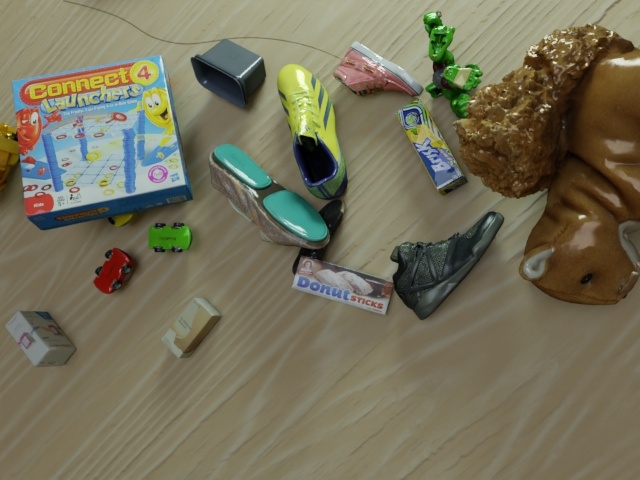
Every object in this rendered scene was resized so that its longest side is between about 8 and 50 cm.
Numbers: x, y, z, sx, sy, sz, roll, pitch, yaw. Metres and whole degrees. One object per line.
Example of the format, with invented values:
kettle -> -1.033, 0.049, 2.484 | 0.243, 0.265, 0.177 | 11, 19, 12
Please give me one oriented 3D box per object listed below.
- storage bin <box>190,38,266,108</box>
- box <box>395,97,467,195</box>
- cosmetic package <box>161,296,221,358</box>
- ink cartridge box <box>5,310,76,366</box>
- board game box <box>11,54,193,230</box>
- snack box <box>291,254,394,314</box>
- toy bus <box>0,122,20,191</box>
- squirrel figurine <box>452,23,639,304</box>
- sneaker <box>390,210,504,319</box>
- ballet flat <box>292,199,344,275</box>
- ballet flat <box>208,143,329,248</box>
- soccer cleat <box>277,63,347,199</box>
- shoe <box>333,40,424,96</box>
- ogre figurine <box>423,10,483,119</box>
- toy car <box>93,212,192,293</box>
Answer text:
storage bin -> -0.178, -0.343, 1.216 | 0.135, 0.098, 0.091 | 33, 67, 20
box -> 0.201, -0.168, 1.077 | 0.054, 0.059, 0.168 | -30, 75, 16
cosmetic package -> -0.260, 0.176, 1.203 | 0.060, 0.041, 0.115 | 40, 97, 19
ink cartridge box -> -0.604, 0.212, 1.289 | 0.052, 0.088, 0.122 | -47, 73, 6
board game box -> -0.442, -0.201, 1.212 | 0.309, 0.086, 0.301 | -13, 74, -7
snack box -> 0.041, 0.082, 1.097 | 0.178, 0.022, 0.064 | 16, 90, 2
toy bus -> -0.747, -0.167, 1.315 | 0.220, 0.150, 0.211 | 30, 100, 58
squirrel figurine -> 0.399, -0.107, 0.912 | 0.397, 0.281, 0.370 | 35, 109, 12
sneaker -> 0.209, 0.017, 1.039 | 0.130, 0.087, 0.227 | 44, 103, 11
ballet flat -> 0.000, 0.000, 1.143 | 0.057, 0.049, 0.173 | 26, 88, 48
ballet flat -> -0.104, -0.063, 1.152 | 0.316, 0.108, 0.106 | 45, 135, 26
soccer cleat -> -0.020, -0.215, 1.124 | 0.094, 0.121, 0.288 | -21, 77, 16
shoe -> 0.106, -0.300, 1.126 | 0.178, 0.063, 0.081 | 40, 98, 24
ogre figurine -> 0.230, -0.295, 1.052 | 0.097, 0.118, 0.197 | -40, 75, 6
toy car -> -0.364, -0.004, 1.251 | 0.225, 0.053, 0.238 | 1, 89, 16
